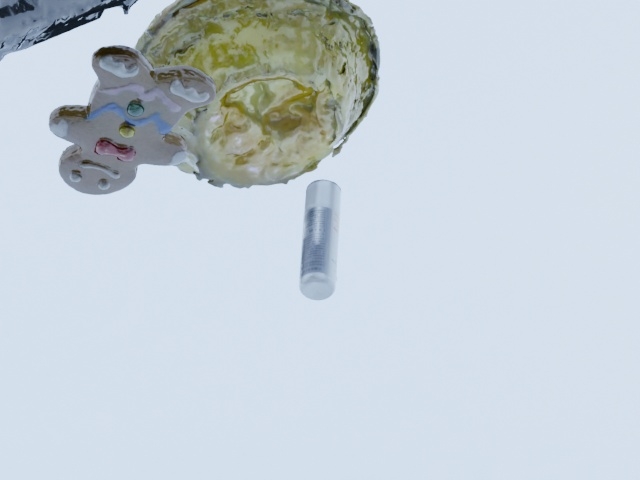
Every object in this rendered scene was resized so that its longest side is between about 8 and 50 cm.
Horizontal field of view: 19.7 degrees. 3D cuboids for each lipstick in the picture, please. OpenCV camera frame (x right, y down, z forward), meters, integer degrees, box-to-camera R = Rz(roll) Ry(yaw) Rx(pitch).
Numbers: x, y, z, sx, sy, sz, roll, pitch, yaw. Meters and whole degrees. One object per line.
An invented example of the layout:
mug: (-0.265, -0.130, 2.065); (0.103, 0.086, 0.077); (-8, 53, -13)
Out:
lipstick: (0.000, 0.000, 1.932); (0.040, 0.040, 0.141); (-8, 47, 14)

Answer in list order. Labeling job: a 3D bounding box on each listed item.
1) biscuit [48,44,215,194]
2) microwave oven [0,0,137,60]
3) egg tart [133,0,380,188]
biscuit: (-0.187, -0.102, 1.748); (0.138, 0.205, 0.031); (16, 51, -24)
microwave oven: (-0.293, -0.244, 1.550); (0.237, 0.181, 0.295); (-7, 14, 26)
egg tart: (-0.071, -0.159, 2.062); (0.315, 0.315, 0.120); (-18, 47, 2)
